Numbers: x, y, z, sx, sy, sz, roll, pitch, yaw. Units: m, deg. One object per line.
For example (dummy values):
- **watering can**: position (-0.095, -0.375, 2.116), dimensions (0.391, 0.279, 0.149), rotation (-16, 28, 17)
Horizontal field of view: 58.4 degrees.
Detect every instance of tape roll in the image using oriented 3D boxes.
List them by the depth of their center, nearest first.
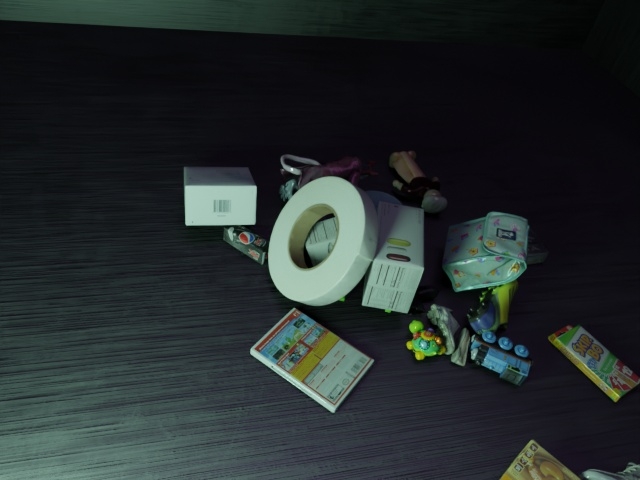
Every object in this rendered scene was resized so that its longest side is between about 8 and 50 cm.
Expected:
- **tape roll**: position (0.000, 0.000, 1.695), dimensions (0.072, 0.392, 0.392), rotation (25, 28, -42)

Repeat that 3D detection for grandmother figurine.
- **grandmother figurine**: position (0.381, -0.225, 2.227), dimensions (0.207, 0.104, 0.342), rotation (-15, 45, -15)

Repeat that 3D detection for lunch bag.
- **lunch bag**: position (0.545, 0.030, 1.859), dimensions (0.262, 0.160, 0.223), rotation (-17, 31, 32)

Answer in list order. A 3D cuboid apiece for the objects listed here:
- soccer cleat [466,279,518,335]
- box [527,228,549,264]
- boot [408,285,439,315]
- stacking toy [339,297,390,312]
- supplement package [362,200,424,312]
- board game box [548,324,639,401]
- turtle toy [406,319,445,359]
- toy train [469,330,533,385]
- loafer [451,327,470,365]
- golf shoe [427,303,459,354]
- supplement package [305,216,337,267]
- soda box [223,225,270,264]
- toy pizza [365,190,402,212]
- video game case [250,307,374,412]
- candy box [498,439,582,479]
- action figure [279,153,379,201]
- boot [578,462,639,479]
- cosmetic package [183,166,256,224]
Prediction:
- **soccer cleat**: position (0.559, 0.215, 1.811), dimensions (0.289, 0.093, 0.121), rotation (-34, 89, -44)
- **box**: position (0.673, 0.009, 2.066), dimensions (0.231, 0.056, 0.183), rotation (-5, 45, -18)
- **boot**: position (0.314, 0.188, 1.795), dimensions (0.121, 0.045, 0.099), rotation (4, 40, 1)
- **stacking toy**: position (0.155, 0.132, 1.820), dimensions (0.166, 0.052, 0.221), rotation (13, 44, 3)
- **supplement package**: position (0.221, 0.047, 1.733), dimensions (0.145, 0.204, 0.262), rotation (10, 44, 0)
- **board game box**: position (0.828, 0.359, 1.738), dimensions (0.124, 0.039, 0.259), rotation (-18, 47, -30)
- **turtle toy**: position (0.301, 0.286, 1.664), dimensions (0.095, 0.066, 0.130), rotation (-10, 32, -21)
- **toy train**: position (0.520, 0.337, 1.657), dimensions (0.184, 0.080, 0.105), rotation (23, 49, 12)
- **loafer**: position (0.419, 0.315, 1.687), dimensions (0.039, 0.045, 0.125), rotation (33, 50, -1)
- **golf shoe**: position (0.386, 0.263, 1.717), dimensions (0.086, 0.069, 0.176), rotation (7, 43, -15)
- **supplement package**: position (0.044, -0.001, 1.849), dimensions (0.179, 0.105, 0.105), rotation (-17, 43, 3)
- **soda box**: position (-0.235, 0.006, 1.855), dimensions (0.168, 0.060, 0.053), rotation (31, 45, 20)
- **toy pizza**: position (0.213, -0.113, 2.112), dimensions (0.201, 0.032, 0.201), rotation (7, 41, -6)
- **video game case**: position (-0.021, 0.322, 1.584), dimensions (0.285, 0.025, 0.204), rotation (31, 45, 20)
- **candy box**: position (0.473, 0.632, 1.311), dimensions (0.183, 0.088, 0.316), rotation (38, 48, 26)
- **action figure**: position (0.031, -0.245, 2.055), dimensions (0.370, 0.276, 0.248), rotation (-19, 42, -12)
- **boot**: position (0.760, 0.605, 1.419), dimensions (0.258, 0.095, 0.123), rotation (26, 37, 3)
- **cosmetic package**: position (-0.338, -0.153, 1.903), dimensions (0.224, 0.138, 0.225), rotation (-1, 22, -14)
